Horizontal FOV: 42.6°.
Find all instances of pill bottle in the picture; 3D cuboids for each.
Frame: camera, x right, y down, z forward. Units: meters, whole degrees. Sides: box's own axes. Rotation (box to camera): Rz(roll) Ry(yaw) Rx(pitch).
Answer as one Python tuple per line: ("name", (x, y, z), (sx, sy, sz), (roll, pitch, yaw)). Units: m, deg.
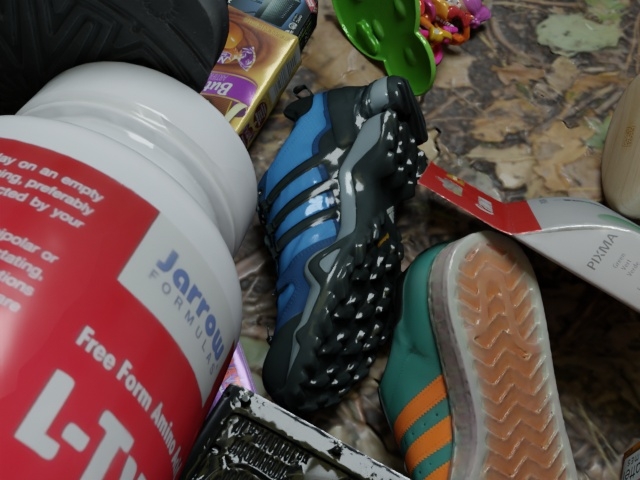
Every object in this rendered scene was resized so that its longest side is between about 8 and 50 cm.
("pill bottle", (-0.178, 0.081, 0.441), (0.229, 0.229, 0.407), (16, 45, 6))

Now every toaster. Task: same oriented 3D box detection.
("toaster", (-0.028, 0.210, 0.501), (0.168, 0.110, 0.185), (26, 61, 12))

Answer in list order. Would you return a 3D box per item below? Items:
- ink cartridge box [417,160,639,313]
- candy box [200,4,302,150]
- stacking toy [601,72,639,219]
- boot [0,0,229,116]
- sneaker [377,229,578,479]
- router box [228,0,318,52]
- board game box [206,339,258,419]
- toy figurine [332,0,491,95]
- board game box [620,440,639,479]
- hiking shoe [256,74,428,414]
("ink cartridge box", (0.191, -0.017, 0.649), (0.225, 0.181, 0.056), (33, 104, 4))
("candy box", (-0.109, -0.122, 0.748), (0.109, 0.053, 0.186), (27, 79, 11))
("stacking toy", (0.434, -0.060, 0.734), (0.330, 0.141, 0.141), (11, 60, -3))
("boot", (-0.148, -0.280, 0.709), (0.146, 0.367, 0.445), (37, 55, -28))
("sneaker", (0.109, 0.150, 0.610), (0.108, 0.121, 0.302), (4, 77, -23))
("router box", (-0.066, -0.208, 0.833), (0.092, 0.038, 0.122), (20, 61, 9))
("board game box", (-0.117, 0.215, 0.582), (0.208, 0.056, 0.346), (-18, 63, -9))
("toy figurine", (0.120, -0.251, 0.841), (0.159, 0.130, 0.173), (-28, 87, -28))
("board game box", (0.361, 0.274, 0.397), (0.356, 0.356, 0.356), (18, 60, 7))
("hiking shoe", (0.000, 0.000, 0.697), (0.132, 0.113, 0.304), (2, 60, 30))
